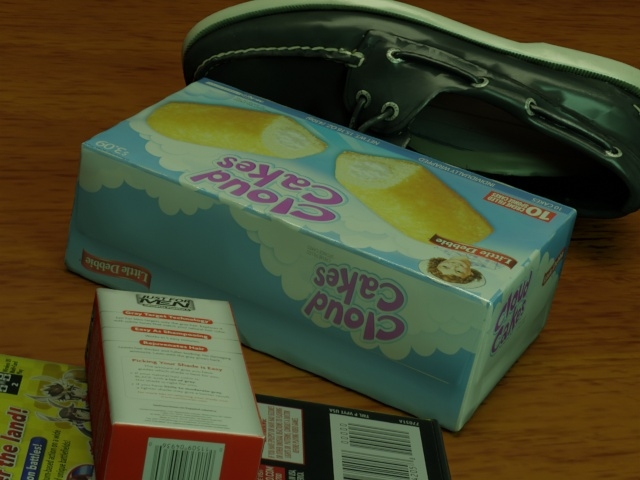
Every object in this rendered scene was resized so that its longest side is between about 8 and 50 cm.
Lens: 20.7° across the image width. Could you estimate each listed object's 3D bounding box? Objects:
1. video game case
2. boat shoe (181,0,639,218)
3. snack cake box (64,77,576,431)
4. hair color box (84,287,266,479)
[{"bbox_3d":[-0.057,0.139,0.788,0.248,0.035,0.275,10,21,-6],"label":"video game case"},{"bbox_3d":[0.066,-0.076,1.199,0.340,0.127,0.113,13,49,-4],"label":"boat shoe"},{"bbox_3d":[0.000,0.000,1.049,0.264,0.089,0.152,21,27,18],"label":"snack cake box"},{"bbox_3d":[-0.072,0.073,0.835,0.072,0.043,0.141,7,23,-12],"label":"hair color box"}]
